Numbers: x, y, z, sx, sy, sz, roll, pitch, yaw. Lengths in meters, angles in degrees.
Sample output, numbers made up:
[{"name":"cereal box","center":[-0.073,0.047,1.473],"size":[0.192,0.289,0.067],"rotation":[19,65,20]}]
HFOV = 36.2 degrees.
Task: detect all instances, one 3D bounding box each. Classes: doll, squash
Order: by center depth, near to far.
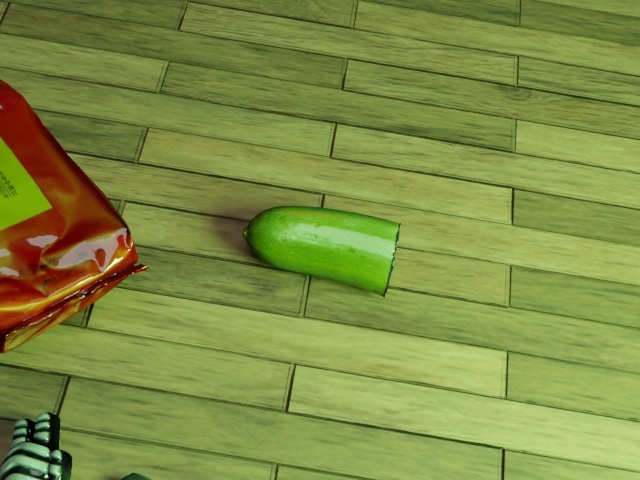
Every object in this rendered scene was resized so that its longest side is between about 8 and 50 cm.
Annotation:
[{"name":"doll","center":[-0.297,0.279,0.986],"size":[0.091,0.067,0.219],"rotation":[-16,55,17]},{"name":"squash","center":[0.000,0.000,1.191],"size":[0.188,0.095,0.095],"rotation":[14,56,4]}]

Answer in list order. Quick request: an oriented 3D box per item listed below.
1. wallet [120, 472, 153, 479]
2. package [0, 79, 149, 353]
[{"name":"wallet","center":[-0.171,0.409,0.934],"size":[0.247,0.041,0.323],"rotation":[25,60,12]},{"name":"package","center":[-0.391,-0.058,1.167],"size":[0.196,0.123,0.423],"rotation":[-32,64,-26]}]
